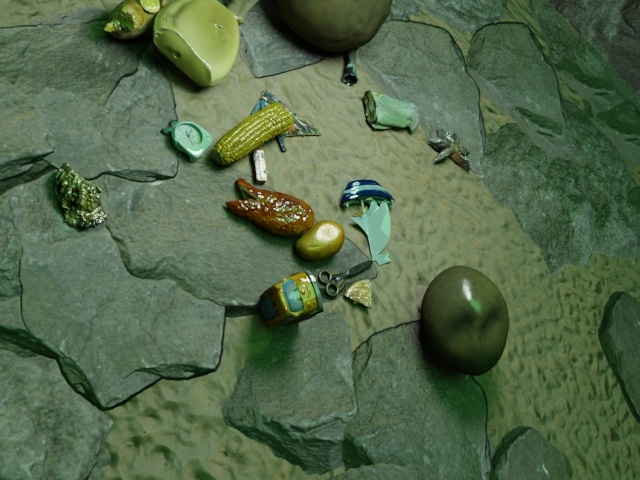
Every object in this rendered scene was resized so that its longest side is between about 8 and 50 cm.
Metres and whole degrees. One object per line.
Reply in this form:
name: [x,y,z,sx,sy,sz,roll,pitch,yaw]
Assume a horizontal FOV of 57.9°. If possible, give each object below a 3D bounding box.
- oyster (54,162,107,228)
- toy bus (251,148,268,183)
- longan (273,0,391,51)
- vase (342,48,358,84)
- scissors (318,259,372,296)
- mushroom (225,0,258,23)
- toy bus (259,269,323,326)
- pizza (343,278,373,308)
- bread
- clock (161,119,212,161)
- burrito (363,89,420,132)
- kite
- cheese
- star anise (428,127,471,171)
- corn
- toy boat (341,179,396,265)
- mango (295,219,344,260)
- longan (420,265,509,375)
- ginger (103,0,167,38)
oyster: [-0.611,-0.115,1.464,0.106,0.056,0.177,-15,83,-28]
toy bus: [-0.189,-0.229,1.787,0.043,0.031,0.110,0,70,-25]
longan: [0.039,-0.870,1.991,0.436,0.404,0.403,36,55,-15]
vase: [0.113,-0.660,2.146,0.059,0.059,0.166,17,61,-25]
scissors: [0.087,0.105,1.822,0.220,0.017,0.088,-24,80,-37]
mushroom: [-0.224,-0.830,1.906,0.108,0.247,0.096,42,22,-21]
toy bus: [-0.087,0.165,1.575,0.136,0.209,0.126,-15,79,-25]
pizza: [0.113,0.168,1.808,0.099,0.029,0.100,2,66,-23]
bread: [-0.142,-0.096,1.721,0.269,0.095,0.139,24,51,-17]
clock: [-0.390,-0.302,1.687,0.135,0.041,0.101,39,55,-11]
burrito: [0.272,-0.480,2.152,0.229,0.089,0.143,0,72,-30]
kite: [-0.143,-0.396,1.902,0.321,0.016,0.233,-10,73,-35]
cheese: [-0.357,-0.633,1.772,0.259,0.128,0.315,49,40,-29]
star anise: [0.509,-0.368,2.263,0.208,0.063,0.171,10,63,-28]
corn: [-0.207,-0.327,1.762,0.313,0.102,0.102,-38,92,-34]
toy boat: [0.181,-0.062,1.928,0.221,0.067,0.290,-5,75,-34]
mango: [0.005,0.004,1.770,0.115,0.089,0.165,48,57,-5]
longan: [0.454,0.254,1.838,0.289,0.288,0.349,-8,85,-34]
ginger: [-0.541,-0.649,1.681,0.216,0.157,0.102,-47,121,-34]
